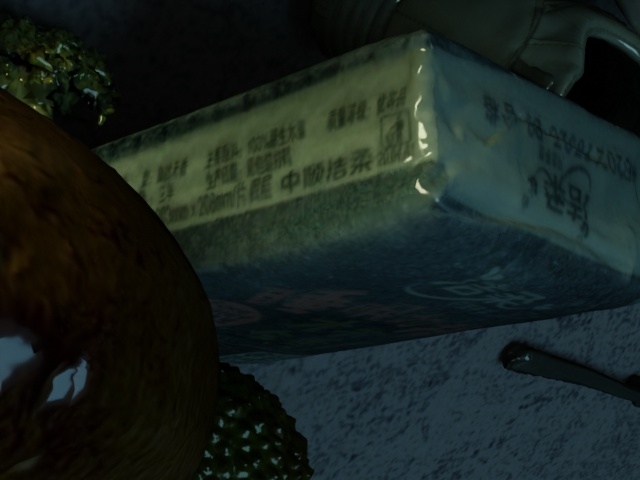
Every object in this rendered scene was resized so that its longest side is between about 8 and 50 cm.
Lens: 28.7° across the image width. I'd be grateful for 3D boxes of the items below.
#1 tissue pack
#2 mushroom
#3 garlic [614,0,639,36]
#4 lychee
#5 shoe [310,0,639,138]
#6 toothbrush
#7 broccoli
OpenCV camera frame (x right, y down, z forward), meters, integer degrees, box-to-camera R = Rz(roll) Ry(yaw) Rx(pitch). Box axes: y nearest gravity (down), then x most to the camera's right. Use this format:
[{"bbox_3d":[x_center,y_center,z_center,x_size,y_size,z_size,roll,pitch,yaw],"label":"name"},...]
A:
[{"bbox_3d":[0.000,0.000,0.685,0.228,0.316,0.103,15,68,-48],"label":"tissue pack"},{"bbox_3d":[-0.211,0.024,0.500,0.345,0.239,0.345,-17,167,-4],"label":"mushroom"},{"bbox_3d":[0.270,-0.193,0.888,0.112,0.143,0.318,-14,150,26],"label":"garlic"},{"bbox_3d":[-0.086,0.150,0.841,0.171,0.171,0.171,-25,136,-26],"label":"lychee"},{"bbox_3d":[0.161,-0.087,0.819,0.342,0.210,0.132,15,111,-49],"label":"shoe"},{"bbox_3d":[0.267,0.137,1.258,0.297,0.030,0.030,18,117,-48],"label":"toothbrush"},{"bbox_3d":[-0.158,-0.069,0.634,0.095,0.092,0.097,-41,161,12],"label":"broccoli"}]
